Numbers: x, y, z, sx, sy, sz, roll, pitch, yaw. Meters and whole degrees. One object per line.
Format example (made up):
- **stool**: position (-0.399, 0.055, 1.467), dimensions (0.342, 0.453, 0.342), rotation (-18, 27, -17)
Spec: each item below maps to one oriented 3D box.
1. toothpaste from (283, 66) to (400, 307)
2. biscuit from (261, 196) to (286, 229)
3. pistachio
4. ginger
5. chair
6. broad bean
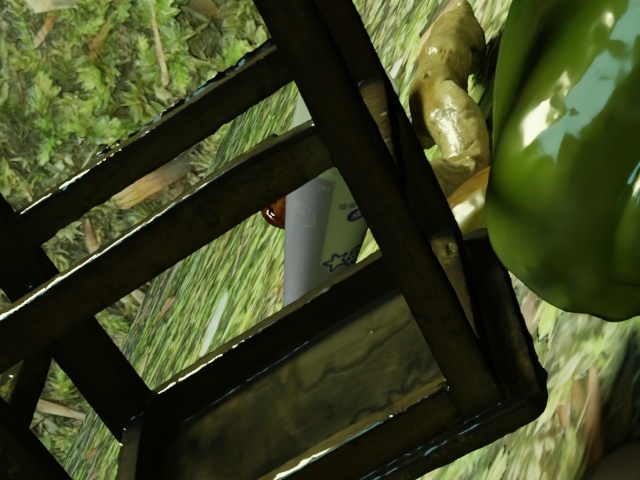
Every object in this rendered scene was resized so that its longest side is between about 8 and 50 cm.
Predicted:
- **toothpaste**: position (0.000, 0.000, 1.468), dimensions (0.371, 0.080, 0.125), rotation (102, -177, -51)
- **biscuit**: position (-0.008, -0.097, 2.000), dimensions (0.192, 0.049, 0.192), rotation (-56, 18, 28)
- **pistachio**: position (0.082, 0.009, 1.200), dimensions (0.089, 0.049, 0.173), rotation (-79, 16, -53)
- **ginger**: position (0.092, -0.098, 1.363), dimensions (0.288, 0.075, 0.089), rotation (-76, 2, -56)
- **chair**: position (0.001, 0.085, 0.837), dimensions (0.240, 0.416, 0.203), rotation (-32, 18, 9)
- **broad bean**: position (0.152, -0.087, 0.833), dimensions (0.238, 0.119, 0.291), rotation (122, 169, -54)
